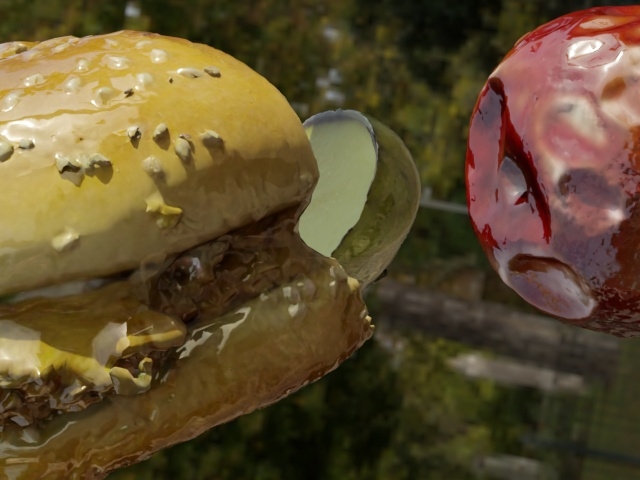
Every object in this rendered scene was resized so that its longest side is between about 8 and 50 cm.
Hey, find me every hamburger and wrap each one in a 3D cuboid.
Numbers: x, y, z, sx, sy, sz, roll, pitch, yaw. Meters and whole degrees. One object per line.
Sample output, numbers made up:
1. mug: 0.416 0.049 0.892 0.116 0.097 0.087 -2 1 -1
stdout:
1. hamburger: -0.218 0.027 1.199 0.287 0.446 0.268 -50 -48 -53

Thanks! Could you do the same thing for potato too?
1. potato: 0.000 0.000 1.617 0.272 0.111 0.160 -44 41 33

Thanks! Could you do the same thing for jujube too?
1. jujube: 0.178 -0.036 0.848 0.230 0.155 0.155 -10 -62 -33
